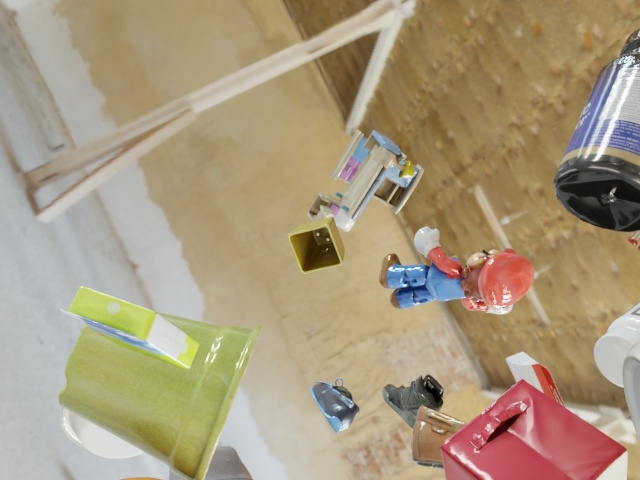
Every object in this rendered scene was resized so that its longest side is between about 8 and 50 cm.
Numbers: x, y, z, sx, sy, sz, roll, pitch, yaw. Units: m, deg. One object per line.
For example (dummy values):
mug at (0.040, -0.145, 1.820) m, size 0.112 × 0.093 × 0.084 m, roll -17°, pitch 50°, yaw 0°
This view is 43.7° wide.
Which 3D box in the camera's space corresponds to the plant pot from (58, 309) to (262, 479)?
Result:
plant pot at (-0.258, 0.220, 1.259) m, size 0.254 × 0.276 × 0.276 m, roll 21°, pitch -6°, yaw -2°

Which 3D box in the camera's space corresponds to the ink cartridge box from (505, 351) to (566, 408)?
ink cartridge box at (0.528, 0.377, 1.911) m, size 0.232 × 0.066 × 0.189 m, roll -44°, pitch 110°, yaw -84°

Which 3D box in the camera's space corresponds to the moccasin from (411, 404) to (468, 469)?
moccasin at (0.365, 0.386, 1.513) m, size 0.139 × 0.380 × 0.146 m, roll 37°, pitch 61°, yaw -61°

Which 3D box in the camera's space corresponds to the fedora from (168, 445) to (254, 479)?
fedora at (-0.245, 0.545, 1.815) m, size 0.275 × 0.244 × 0.124 m, roll 25°, pitch 44°, yaw -49°

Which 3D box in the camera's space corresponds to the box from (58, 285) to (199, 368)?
box at (-0.230, 0.108, 0.979) m, size 0.109 × 0.042 × 0.178 m, roll 16°, pitch -17°, yaw 16°

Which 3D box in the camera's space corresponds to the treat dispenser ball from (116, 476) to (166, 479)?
treat dispenser ball at (-0.259, 0.478, 1.112) m, size 0.288 × 0.288 × 0.288 m, roll 62°, pitch -6°, yaw 12°

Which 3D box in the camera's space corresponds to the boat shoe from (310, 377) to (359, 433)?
boat shoe at (0.045, 0.404, 1.950) m, size 0.109 × 0.089 × 0.258 m, roll 59°, pitch -6°, yaw -16°

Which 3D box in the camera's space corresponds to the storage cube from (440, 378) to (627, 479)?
storage cube at (0.319, 0.363, 1.185) m, size 0.193 × 0.184 × 0.215 m, roll 33°, pitch -32°, yaw 46°

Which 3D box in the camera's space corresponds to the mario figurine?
mario figurine at (0.300, 0.067, 1.697) m, size 0.198 × 0.321 × 0.170 m, roll 22°, pitch 68°, yaw -53°

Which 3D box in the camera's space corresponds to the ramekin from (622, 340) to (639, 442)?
ramekin at (0.394, 0.180, 0.815) m, size 0.207 × 0.109 × 0.207 m, roll -15°, pitch 90°, yaw -87°

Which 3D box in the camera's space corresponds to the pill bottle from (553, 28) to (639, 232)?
pill bottle at (0.351, -0.128, 0.883) m, size 0.123 × 0.219 × 0.123 m, roll 24°, pitch -22°, yaw 11°

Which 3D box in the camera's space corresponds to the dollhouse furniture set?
dollhouse furniture set at (0.136, -0.095, 1.923) m, size 0.198 × 0.286 × 0.303 m, roll 28°, pitch 12°, yaw -15°

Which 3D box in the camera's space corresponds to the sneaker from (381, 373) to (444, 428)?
sneaker at (0.238, 0.387, 1.997) m, size 0.087 × 0.130 × 0.227 m, roll 31°, pitch -2°, yaw -20°

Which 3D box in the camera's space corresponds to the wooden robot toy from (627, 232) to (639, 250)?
wooden robot toy at (0.646, -0.021, 1.578) m, size 0.173 × 0.076 × 0.079 m, roll 47°, pitch 20°, yaw 20°

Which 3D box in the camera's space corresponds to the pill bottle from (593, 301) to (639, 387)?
pill bottle at (0.786, 0.230, 1.895) m, size 0.161 × 0.283 × 0.161 m, roll 30°, pitch -47°, yaw 39°

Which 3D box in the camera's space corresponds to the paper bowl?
paper bowl at (-0.491, 0.423, 1.963) m, size 0.148 × 0.284 × 0.284 m, roll -108°, pitch 178°, yaw -50°

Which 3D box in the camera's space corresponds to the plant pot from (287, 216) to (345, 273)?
plant pot at (0.000, 0.000, 1.446) m, size 0.083 × 0.082 × 0.081 m, roll -58°, pitch 131°, yaw -62°
